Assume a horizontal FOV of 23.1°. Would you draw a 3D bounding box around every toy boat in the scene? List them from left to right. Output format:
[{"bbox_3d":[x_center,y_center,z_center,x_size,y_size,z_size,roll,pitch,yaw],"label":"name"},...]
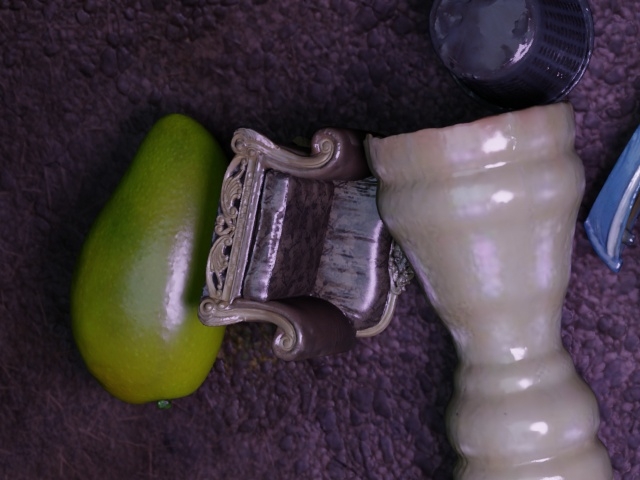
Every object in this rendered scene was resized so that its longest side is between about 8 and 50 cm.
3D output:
[{"bbox_3d":[0.359,-0.062,1.645,0.102,0.088,0.215,32,101,14],"label":"toy boat"}]

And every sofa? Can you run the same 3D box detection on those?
[{"bbox_3d":[0.000,0.000,1.726,0.182,0.200,0.258,13,95,23],"label":"sofa"}]

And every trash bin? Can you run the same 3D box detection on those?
[{"bbox_3d":[0.190,-0.226,1.667,0.175,0.161,0.175,0,90,22],"label":"trash bin"}]

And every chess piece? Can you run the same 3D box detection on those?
[{"bbox_3d":[0.193,0.085,1.646,0.234,0.234,0.442,-10,94,21],"label":"chess piece"}]

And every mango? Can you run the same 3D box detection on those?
[{"bbox_3d":[-0.190,0.022,1.823,0.192,0.156,0.343,13,92,12],"label":"mango"}]
